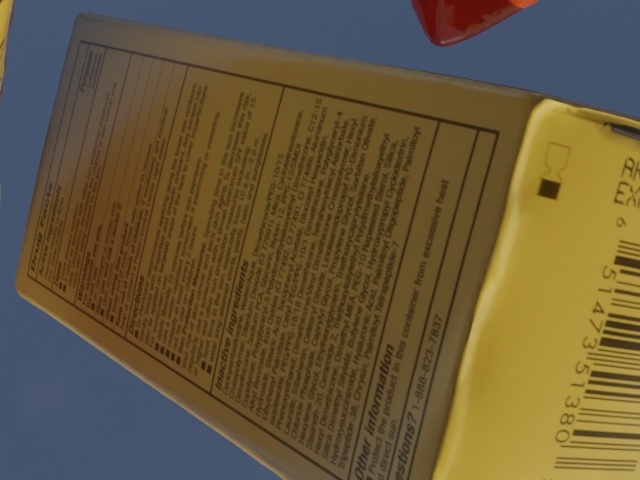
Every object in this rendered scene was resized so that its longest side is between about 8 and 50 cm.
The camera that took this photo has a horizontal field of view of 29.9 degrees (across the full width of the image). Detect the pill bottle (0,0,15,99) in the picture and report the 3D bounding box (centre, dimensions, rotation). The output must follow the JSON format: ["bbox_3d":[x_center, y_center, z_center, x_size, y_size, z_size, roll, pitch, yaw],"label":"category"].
[{"bbox_3d":[-0.227,-0.074,0.424,0.224,0.392,0.224,12,-134,-13],"label":"pill bottle"}]

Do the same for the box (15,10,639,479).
[{"bbox_3d":[0.000,0.000,0.482,0.121,0.311,0.148,9,-81,-37],"label":"box"}]

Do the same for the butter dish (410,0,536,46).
[{"bbox_3d":[0.116,-0.208,0.657,0.118,0.160,0.160,-14,-98,-45],"label":"butter dish"}]
